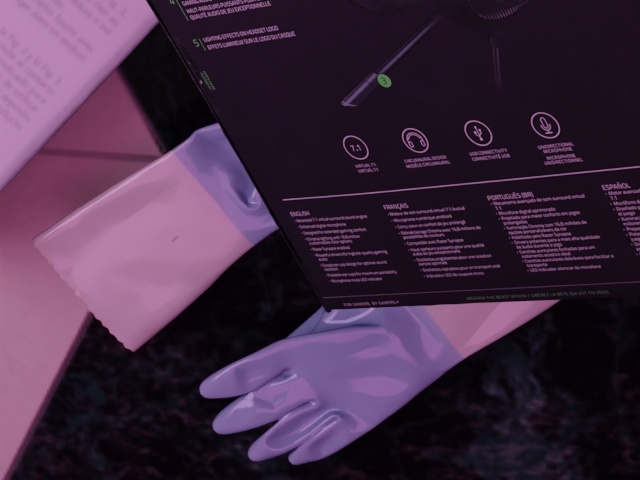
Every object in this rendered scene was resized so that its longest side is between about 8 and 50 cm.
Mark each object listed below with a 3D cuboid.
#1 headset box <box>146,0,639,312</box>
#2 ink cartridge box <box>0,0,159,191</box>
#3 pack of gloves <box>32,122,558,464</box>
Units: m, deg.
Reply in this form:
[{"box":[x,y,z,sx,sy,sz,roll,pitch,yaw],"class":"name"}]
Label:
[{"box":[0.059,-0.121,0.779,0.246,0.131,0.283,-6,124,43],"class":"headset box"},{"box":[-0.196,-0.207,0.917,0.308,0.091,0.385,43,100,-12],"class":"ink cartridge box"},{"box":[0.000,0.000,1.000,0.232,0.046,0.195,-36,105,16],"class":"pack of gloves"}]
